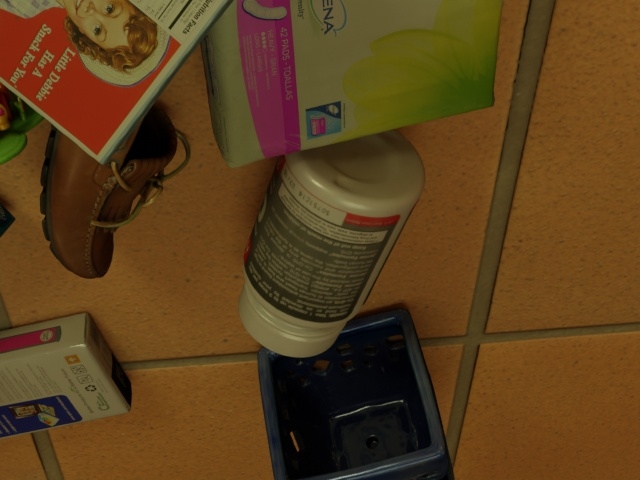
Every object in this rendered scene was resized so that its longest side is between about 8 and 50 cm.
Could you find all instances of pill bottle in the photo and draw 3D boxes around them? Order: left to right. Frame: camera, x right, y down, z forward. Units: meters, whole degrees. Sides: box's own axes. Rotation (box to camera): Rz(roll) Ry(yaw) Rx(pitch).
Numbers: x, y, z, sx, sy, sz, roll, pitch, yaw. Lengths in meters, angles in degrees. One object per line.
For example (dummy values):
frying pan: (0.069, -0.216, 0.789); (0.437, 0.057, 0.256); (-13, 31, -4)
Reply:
pill bottle: (0.000, 0.000, 1.160); (0.161, 0.161, 0.283); (8, 135, -17)

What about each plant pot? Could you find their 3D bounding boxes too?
plant pot: (0.062, 0.265, 1.411); (0.236, 0.236, 0.212); (-17, 144, 9)

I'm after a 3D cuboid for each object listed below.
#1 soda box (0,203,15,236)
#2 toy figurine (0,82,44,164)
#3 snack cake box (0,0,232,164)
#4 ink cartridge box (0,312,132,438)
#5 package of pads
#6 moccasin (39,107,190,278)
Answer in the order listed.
soda box: (-0.460, 0.019, 1.153); (0.210, 0.067, 0.071); (-34, 109, 21)
toy figurine: (-0.344, -0.172, 0.938); (0.130, 0.173, 0.159); (-18, 125, -7)
snack cake box: (-0.160, -0.205, 0.806); (0.152, 0.089, 0.264); (39, 129, -11)
ink cartridge box: (-0.469, 0.211, 1.381); (0.371, 0.069, 0.176); (-14, 138, 2)
package of pads: (0.030, -0.210, 0.956); (0.296, 0.101, 0.229); (-15, 138, -11)
moccasin: (-0.209, -0.106, 1.045); (0.147, 0.139, 0.380); (13, 124, -10)
